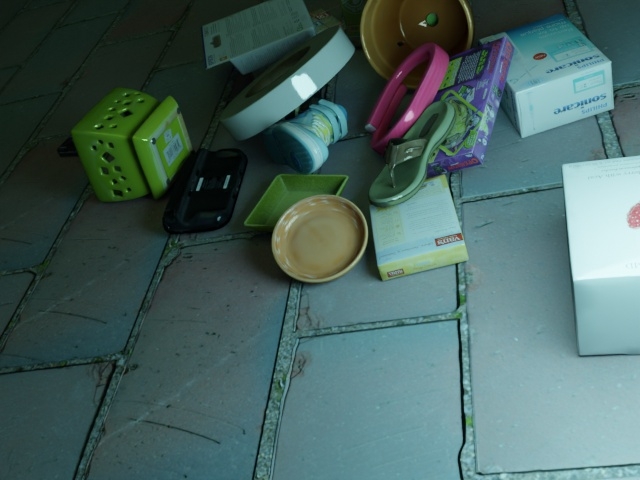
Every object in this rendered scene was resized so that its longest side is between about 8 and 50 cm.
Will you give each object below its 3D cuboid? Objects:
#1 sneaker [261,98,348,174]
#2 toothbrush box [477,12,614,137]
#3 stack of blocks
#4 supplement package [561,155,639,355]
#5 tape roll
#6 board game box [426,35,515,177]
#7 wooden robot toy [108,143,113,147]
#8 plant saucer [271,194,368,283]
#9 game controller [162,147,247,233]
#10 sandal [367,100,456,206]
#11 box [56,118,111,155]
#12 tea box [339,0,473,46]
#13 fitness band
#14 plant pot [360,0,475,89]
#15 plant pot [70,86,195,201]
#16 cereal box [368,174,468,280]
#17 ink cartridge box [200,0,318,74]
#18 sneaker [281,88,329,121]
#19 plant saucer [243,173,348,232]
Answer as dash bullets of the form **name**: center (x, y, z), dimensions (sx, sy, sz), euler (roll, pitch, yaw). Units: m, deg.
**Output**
- **sneaker**: center (-0.004, -0.257, 1.825), dimensions (0.208, 0.127, 0.319), euler (-28, 22, -13)
- **toothbrush box**: center (0.514, -0.387, 1.795), dimensions (0.216, 0.126, 0.296), euler (-17, 38, 5)
- **stack of blocks**: center (-0.086, -0.587, 2.350), dimensions (0.297, 0.087, 0.171), euler (-26, 37, -8)
- **supplement package**: center (0.492, 0.018, 1.250), dimensions (0.177, 0.175, 0.293), euler (-5, 39, 17)
- **tape roll**: center (-0.089, -0.400, 1.966), dimensions (0.392, 0.072, 0.392), euler (-33, 20, 14)
- **board game box**: center (0.301, -0.291, 1.722), dimensions (0.208, 0.056, 0.347), euler (-15, 44, 47)
- **wooden robot toy**: center (-0.543, -0.294, 2.198), dimensions (0.173, 0.079, 0.076), euler (18, 51, 39)
- **plant saucer**: center (0.000, 0.000, 1.568), dimensions (0.199, 0.037, 0.200), euler (-7, 60, 12)
- **game controller**: center (-0.278, -0.126, 1.895), dimensions (0.166, 0.067, 0.319), euler (2, 41, 5)
- **sandal**: center (0.179, -0.192, 1.628), dimensions (0.120, 0.086, 0.303), euler (5, 56, 45)
- **box**: center (-0.704, -0.312, 2.335), dimensions (0.116, 0.029, 0.162), euler (0, 42, 24)
- **tea box**: center (0.233, -0.754, 2.218), dimensions (0.328, 0.324, 0.220), euler (2, 41, 28)
- **fitness band**: center (0.199, -0.334, 1.813), dimensions (0.291, 0.054, 0.209), euler (-64, 20, -16)
- **plant pot**: center (0.270, -0.561, 2.021), dimensions (0.290, 0.291, 0.203), euler (-1, 25, 23)
- **plant pot**: center (-0.462, -0.241, 1.984), dimensions (0.207, 0.227, 0.228), euler (6, 43, 21)
- **cereal box**: center (0.190, -0.029, 1.554), dimensions (0.172, 0.047, 0.240), euler (-14, 38, 10)
- **ink cartridge box**: center (-0.184, -0.606, 2.290), dimensions (0.330, 0.071, 0.324), euler (-21, 38, 5)
- **sneaker**: center (-0.007, -0.374, 2.069), dimensions (0.121, 0.079, 0.217), euler (15, 49, 24)
- **plant saucer**: center (-0.048, -0.074, 1.722), dimensions (0.188, 0.045, 0.188), euler (4, 43, 28)
